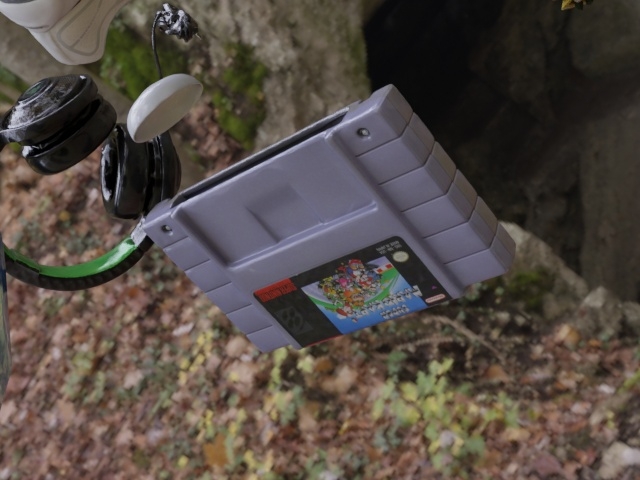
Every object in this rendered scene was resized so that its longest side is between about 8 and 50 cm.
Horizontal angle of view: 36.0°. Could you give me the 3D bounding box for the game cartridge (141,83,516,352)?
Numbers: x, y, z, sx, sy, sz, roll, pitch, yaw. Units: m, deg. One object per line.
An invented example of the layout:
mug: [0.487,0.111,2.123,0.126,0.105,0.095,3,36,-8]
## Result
game cartridge: [0.000,0.000,1.040,0.355,0.230,0.068,-23,24,39]

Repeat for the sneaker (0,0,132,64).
sneaker: [-0.188,-0.286,0.866,0.292,0.110,0.118,-68,-25,-22]

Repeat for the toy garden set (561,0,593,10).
toy garden set: [0.408,-0.345,1.178,0.204,0.049,0.244,-17,-4,-16]

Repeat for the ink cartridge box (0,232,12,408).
ink cartridge box: [-0.407,0.132,0.732,0.395,0.285,0.166,-110,22,-65]

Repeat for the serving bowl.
serving bowl: [-0.151,-0.129,0.926,0.083,0.027,0.083,-41,-6,-5]

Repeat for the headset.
headset: [-0.283,-0.127,1.259,0.394,0.243,0.185,-54,31,5]
